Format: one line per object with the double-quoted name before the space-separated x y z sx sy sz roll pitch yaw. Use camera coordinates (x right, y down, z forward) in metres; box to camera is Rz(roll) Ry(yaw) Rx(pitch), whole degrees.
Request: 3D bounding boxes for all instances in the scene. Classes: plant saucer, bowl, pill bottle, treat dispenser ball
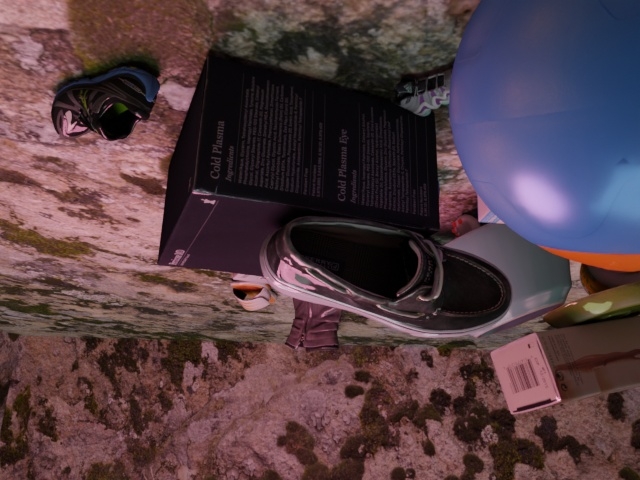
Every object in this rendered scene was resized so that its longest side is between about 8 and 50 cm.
"plant saucer" 0.553 0.131 1.086 0.241 0.037 0.241 -12 158 -5
"bowl" 0.346 0.079 1.085 0.311 0.163 0.311 -19 160 -7
"pill bottle" 0.600 0.042 1.136 0.136 0.136 0.245 -4 160 20
"treat dispenser ball" 0.252 -0.120 0.458 0.288 0.288 0.288 2 162 1

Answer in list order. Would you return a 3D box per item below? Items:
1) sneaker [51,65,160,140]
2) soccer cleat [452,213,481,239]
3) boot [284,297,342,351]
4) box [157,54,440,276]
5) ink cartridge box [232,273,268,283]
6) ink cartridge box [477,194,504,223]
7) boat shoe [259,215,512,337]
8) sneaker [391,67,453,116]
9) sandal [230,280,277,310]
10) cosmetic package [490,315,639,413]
"sneaker" -0.284 -0.163 0.727 0.188 0.078 0.067 -8 159 32
"soccer cleat" 0.309 -0.009 1.154 0.076 0.068 0.196 -19 159 0
"boot" 0.045 0.184 1.503 0.118 0.223 0.338 18 157 -37
"box" -0.052 -0.068 0.826 0.312 0.179 0.343 8 161 -21
"ink cartridge box" -0.173 0.039 1.359 0.238 0.060 0.275 8 161 -20
"ink cartridge box" 0.326 -0.079 0.878 0.143 0.092 0.090 4 162 -3
"boat shoe" 0.096 0.047 0.682 0.335 0.121 0.119 9 164 -15
"sneaker" 0.120 -0.182 0.679 0.069 0.038 0.098 9 160 -22
"sandal" -0.196 0.183 1.768 0.102 0.076 0.265 -3 161 15
"cosmetic package" 0.505 0.237 1.094 0.296 0.129 0.153 -5 156 -21
